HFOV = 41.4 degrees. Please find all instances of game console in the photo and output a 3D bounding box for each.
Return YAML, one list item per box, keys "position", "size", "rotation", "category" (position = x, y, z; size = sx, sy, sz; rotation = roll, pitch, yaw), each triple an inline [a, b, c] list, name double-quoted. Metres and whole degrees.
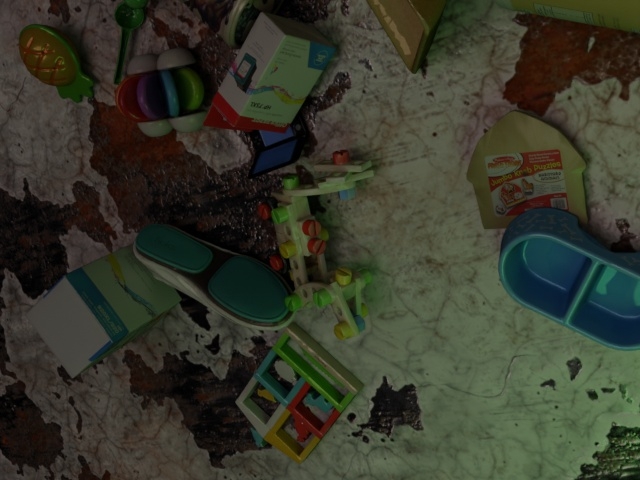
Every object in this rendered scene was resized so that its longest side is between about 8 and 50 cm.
- position: [-0.090, -0.184, 1.550]
  size: [0.122, 0.071, 0.107]
  rotation: [-16, 98, 33]
  category: "game console"

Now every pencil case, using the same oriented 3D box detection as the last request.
- position: [-0.231, -0.508, 1.457]
  size: [0.410, 0.183, 0.160]
  rotation: [43, 78, 12]
  category: "pencil case"

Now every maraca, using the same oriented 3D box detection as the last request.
- position: [-0.544, -0.363, 1.745]
  size: [0.127, 0.099, 0.186]
  rotation: [-12, 126, 38]
  category: "maraca"

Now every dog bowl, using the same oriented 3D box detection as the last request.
- position: [0.413, 0.066, 1.323]
  size: [0.297, 0.074, 0.166]
  rotation: [27, 124, 16]
  category: "dog bowl"

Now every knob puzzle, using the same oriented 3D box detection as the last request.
- position: [0.327, -0.116, 1.346]
  size: [0.213, 0.030, 0.213]
  rotation: [13, 119, 24]
  category: "knob puzzle"

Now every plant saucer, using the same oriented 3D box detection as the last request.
- position: [0.092, -0.431, 1.248]
  size: [0.081, 0.333, 0.333]
  rotation: [-32, 90, 3]
  category: "plant saucer"

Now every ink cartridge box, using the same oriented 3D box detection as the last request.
- position: [-0.092, -0.266, 1.463]
  size: [0.078, 0.134, 0.231]
  rotation: [49, 120, 29]
  category: "ink cartridge box"
- position: [-0.449, 0.140, 1.776]
  size: [0.171, 0.232, 0.168]
  rotation: [-39, 87, 34]
  category: "ink cartridge box"

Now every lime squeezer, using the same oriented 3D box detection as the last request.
- position: [-0.359, -0.427, 1.594]
  size: [0.059, 0.110, 0.310]
  rotation: [21, 149, -16]
  category: "lime squeezer"

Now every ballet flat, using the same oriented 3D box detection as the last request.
- position: [-0.203, 0.087, 1.691]
  size: [0.400, 0.139, 0.139]
  rotation: [25, 118, 26]
  category: "ballet flat"

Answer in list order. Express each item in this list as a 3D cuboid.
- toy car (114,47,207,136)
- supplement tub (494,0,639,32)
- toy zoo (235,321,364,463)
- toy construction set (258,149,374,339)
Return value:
- position: [-0.312, -0.276, 1.609]
  size: [0.182, 0.136, 0.159]
  rotation: [-2, 105, 31]
  category: "toy car"
- position: [0.355, -0.408, 1.108]
  size: [0.331, 0.241, 0.241]
  rotation: [18, 115, 24]
  category: "supplement tub"
- position: [-0.059, 0.329, 1.732]
  size: [0.192, 0.030, 0.293]
  rotation: [40, 122, 13]
  category: "toy zoo"
- position: [0.000, 0.000, 1.512]
  size: [0.215, 0.151, 0.328]
  rotation: [16, 108, 52]
  category: "toy construction set"
